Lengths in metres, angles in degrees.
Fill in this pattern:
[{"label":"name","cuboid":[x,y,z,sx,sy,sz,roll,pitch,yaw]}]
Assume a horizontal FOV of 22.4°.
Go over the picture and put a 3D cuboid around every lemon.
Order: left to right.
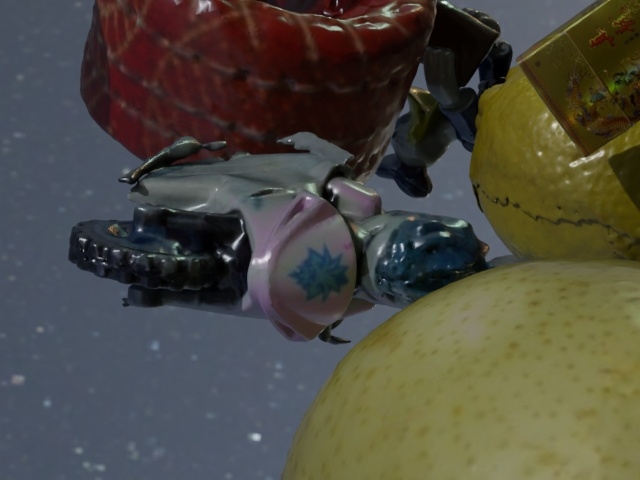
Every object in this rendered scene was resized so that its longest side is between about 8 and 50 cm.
[{"label":"lemon","cuboid":[0.230,-0.059,1.308,0.204,0.260,0.204,-29,-45,-34]}]

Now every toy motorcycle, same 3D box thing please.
[{"label":"toy motorcycle","cuboid":[0.000,0.006,0.870,0.239,0.204,0.108,-49,-39,-60]}]

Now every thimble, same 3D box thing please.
[{"label":"thimble","cuboid":[-0.063,-0.217,1.683,0.350,0.350,0.230,-43,-19,-49]}]

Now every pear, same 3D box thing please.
[{"label":"pear","cuboid":[0.132,0.154,0.692,0.309,0.309,0.309,-18,-69,-58]}]

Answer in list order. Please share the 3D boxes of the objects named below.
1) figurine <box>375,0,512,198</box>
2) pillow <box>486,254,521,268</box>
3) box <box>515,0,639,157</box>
[{"label":"figurine","cuboid":[0.179,-0.140,1.869,0.283,0.338,0.204,44,-137,-26]},{"label":"pillow","cuboid":[0.256,0.042,1.937,0.241,0.093,0.051,0,-72,-39]},{"label":"box","cuboid":[0.222,-0.135,1.117,0.089,0.156,0.022,54,-169,-13]}]
